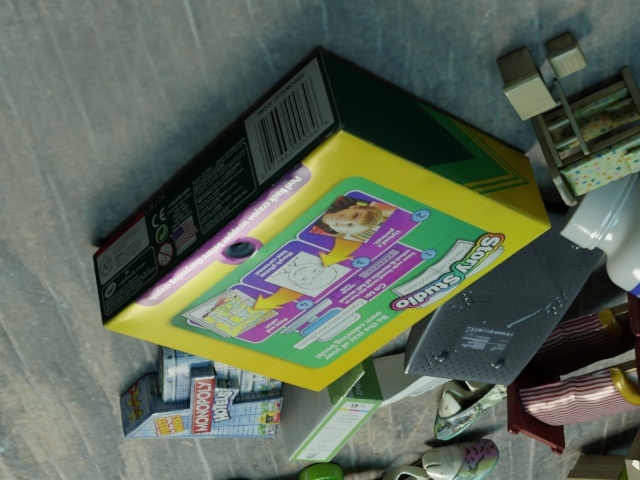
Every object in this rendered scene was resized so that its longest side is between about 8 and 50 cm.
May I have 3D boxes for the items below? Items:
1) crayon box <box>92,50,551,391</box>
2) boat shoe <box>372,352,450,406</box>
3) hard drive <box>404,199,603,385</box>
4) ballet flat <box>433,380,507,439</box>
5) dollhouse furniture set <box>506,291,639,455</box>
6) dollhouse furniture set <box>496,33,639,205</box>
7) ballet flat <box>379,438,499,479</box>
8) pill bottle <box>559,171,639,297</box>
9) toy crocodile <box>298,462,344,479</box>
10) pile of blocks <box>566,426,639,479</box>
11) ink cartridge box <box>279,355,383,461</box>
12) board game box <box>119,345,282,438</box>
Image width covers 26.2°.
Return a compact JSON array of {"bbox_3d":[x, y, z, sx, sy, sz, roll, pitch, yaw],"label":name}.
[{"bbox_3d":[0.000,0.000,1.423,0.313,0.106,0.363,21,133,-41],"label":"crayon box"},{"bbox_3d":[0.118,0.170,1.746,0.184,0.066,0.063,-30,142,7],"label":"boat shoe"},{"bbox_3d":[0.208,0.057,1.577,0.172,0.054,0.254,9,126,-29],"label":"hard drive"},{"bbox_3d":[0.202,0.198,1.819,0.070,0.070,0.188,21,131,-39],"label":"ballet flat"},{"bbox_3d":[0.423,0.198,1.757,0.201,0.152,0.374,-24,144,38],"label":"dollhouse furniture set"},{"bbox_3d":[0.289,-0.137,1.330,0.182,0.101,0.161,-25,144,16],"label":"dollhouse furniture set"},{"bbox_3d":[0.154,0.342,1.991,0.221,0.077,0.079,-33,127,29],"label":"ballet flat"},{"bbox_3d":[0.397,0.008,1.442,0.272,0.152,0.152,28,139,3],"label":"pill bottle"},{"bbox_3d":[-0.058,0.404,1.960,0.340,0.115,0.105,-10,145,-6],"label":"toy crocodile"},{"bbox_3d":[0.525,0.321,2.010,0.149,0.112,0.362,47,135,-7],"label":"pile of blocks"},{"bbox_3d":[0.019,0.172,1.666,0.062,0.109,0.209,7,140,-27],"label":"ink cartridge box"},{"bbox_3d":[-0.145,0.181,1.667,0.194,0.060,0.194,-6,145,-11],"label":"board game box"}]
